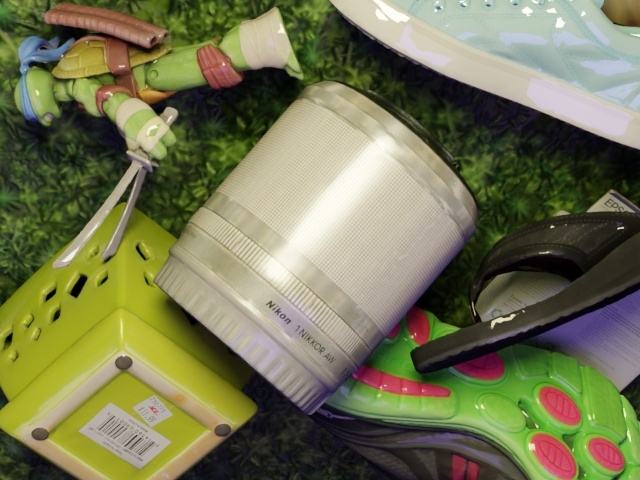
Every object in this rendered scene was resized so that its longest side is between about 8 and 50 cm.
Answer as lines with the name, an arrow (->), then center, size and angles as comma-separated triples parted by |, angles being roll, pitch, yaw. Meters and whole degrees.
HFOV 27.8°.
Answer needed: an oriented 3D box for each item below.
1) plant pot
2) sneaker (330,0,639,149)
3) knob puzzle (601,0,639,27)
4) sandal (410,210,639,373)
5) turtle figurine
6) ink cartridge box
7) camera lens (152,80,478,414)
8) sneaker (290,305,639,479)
plant pot -> -0.205, 0.139, 1.372 | 0.227, 0.207, 0.228 | -40, 120, 18
sneaker -> 0.192, -0.214, 1.241 | 0.366, 0.135, 0.150 | 19, 104, -15
knob puzzle -> 0.311, -0.277, 1.242 | 0.213, 0.030, 0.213 | 3, 148, 2
sandal -> 0.285, 0.013, 1.348 | 0.445, 0.167, 0.107 | -26, 79, -3
turtle figurine -> -0.138, -0.107, 1.228 | 0.266, 0.275, 0.198 | -20, 158, 2
ink cartridge box -> 0.323, 0.062, 1.481 | 0.223, 0.045, 0.224 | 33, 114, -24
camera lens -> 0.000, 0.000, 1.255 | 0.274, 0.219, 0.219 | -49, 119, -7
sneaker -> 0.175, 0.209, 1.488 | 0.482, 0.185, 0.202 | 28, 151, -8
